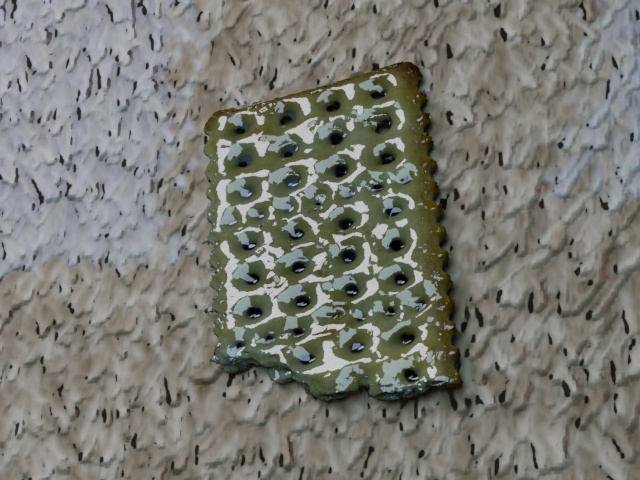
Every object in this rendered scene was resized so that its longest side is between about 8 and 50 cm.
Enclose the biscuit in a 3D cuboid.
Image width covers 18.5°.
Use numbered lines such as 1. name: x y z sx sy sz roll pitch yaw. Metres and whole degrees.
1. biscuit: 0.000 0.000 1.074 0.144 0.016 0.203 -12 61 16
